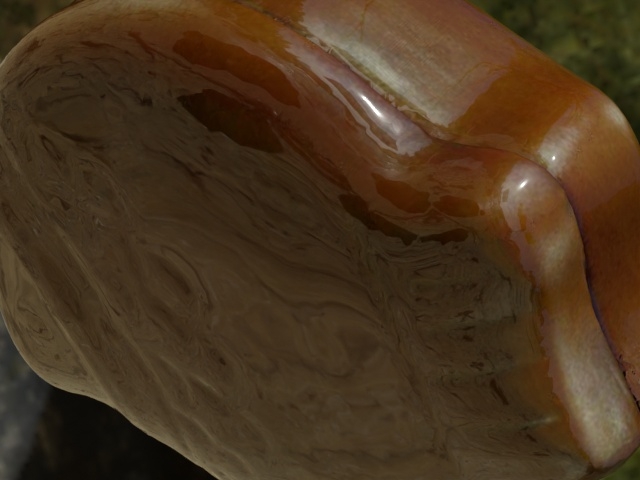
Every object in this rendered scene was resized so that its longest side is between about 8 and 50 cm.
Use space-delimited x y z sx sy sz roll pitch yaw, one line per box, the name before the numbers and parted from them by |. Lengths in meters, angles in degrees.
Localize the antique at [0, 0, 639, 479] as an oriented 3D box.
antique | 0.000 0.000 0.674 0.278 0.129 0.223 -1 -59 46
